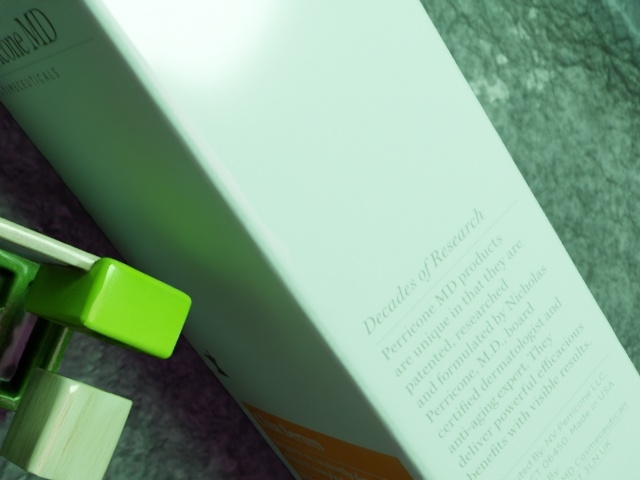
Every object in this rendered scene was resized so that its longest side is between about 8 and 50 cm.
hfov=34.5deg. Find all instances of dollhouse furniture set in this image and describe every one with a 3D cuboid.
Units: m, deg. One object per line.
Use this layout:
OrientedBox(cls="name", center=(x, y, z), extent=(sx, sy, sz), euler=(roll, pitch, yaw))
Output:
OrientedBox(cls="dollhouse furniture set", center=(-0.217, 0.133, 0.520), extent=(0.151, 0.198, 0.301), euler=(27, 77, -31))

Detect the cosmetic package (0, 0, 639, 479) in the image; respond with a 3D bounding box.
OrientedBox(cls="cosmetic package", center=(0.000, 0.000, 0.633), extent=(0.161, 0.230, 0.453), euler=(-43, 111, -23))
